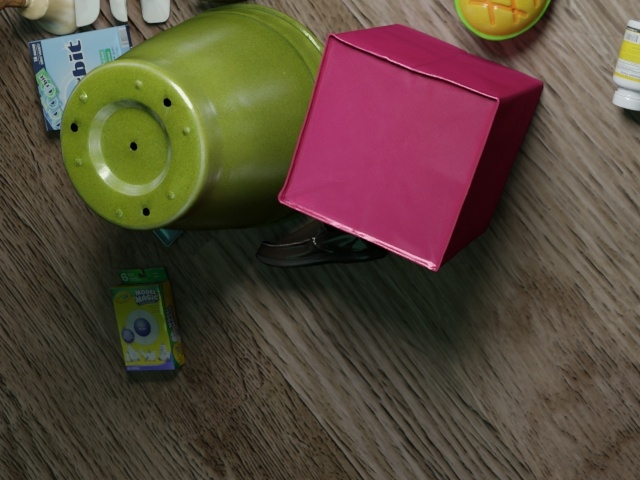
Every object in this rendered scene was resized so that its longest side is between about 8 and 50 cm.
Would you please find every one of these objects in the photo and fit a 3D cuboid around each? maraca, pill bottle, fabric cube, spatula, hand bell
[{"bbox_3d":[0.270,-0.363,1.542,0.127,0.099,0.185,44,91,-2],"label":"maraca"},{"bbox_3d":[0.438,-0.239,1.512,0.065,0.065,0.116,19,110,19],"label":"pill bottle"},{"bbox_3d":[0.130,-0.142,1.564,0.259,0.258,0.254,25,112,17],"label":"fabric cube"},{"bbox_3d":[-0.331,-0.477,1.811,0.168,0.019,0.242,0,98,16],"label":"spatula"},{"bbox_3d":[-0.495,-0.388,1.789,0.126,0.242,0.126,6,106,23],"label":"hand bell"}]

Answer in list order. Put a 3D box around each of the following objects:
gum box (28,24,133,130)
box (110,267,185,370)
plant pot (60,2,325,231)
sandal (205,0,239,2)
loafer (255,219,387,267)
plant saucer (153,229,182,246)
[{"bbox_3d":[-0.398,-0.275,1.883,0.184,0.041,0.157,-4,103,25],"label":"gum box"},{"bbox_3d":[-0.306,0.138,1.945,0.105,0.043,0.179,-5,99,24],"label":"box"},{"bbox_3d":[-0.190,-0.162,1.647,0.367,0.353,0.366,6,105,22],"label":"plant pot"},{"bbox_3d":[-0.122,-0.410,1.719,0.180,0.072,0.049,-14,81,24],"label":"sandal"},{"bbox_3d":[0.000,0.000,1.764,0.220,0.080,0.078,-4,91,20],"label":"loafer"},{"bbox_3d":[-0.303,-0.081,1.904,0.192,0.018,0.067,48,116,7],"label":"plant saucer"}]
